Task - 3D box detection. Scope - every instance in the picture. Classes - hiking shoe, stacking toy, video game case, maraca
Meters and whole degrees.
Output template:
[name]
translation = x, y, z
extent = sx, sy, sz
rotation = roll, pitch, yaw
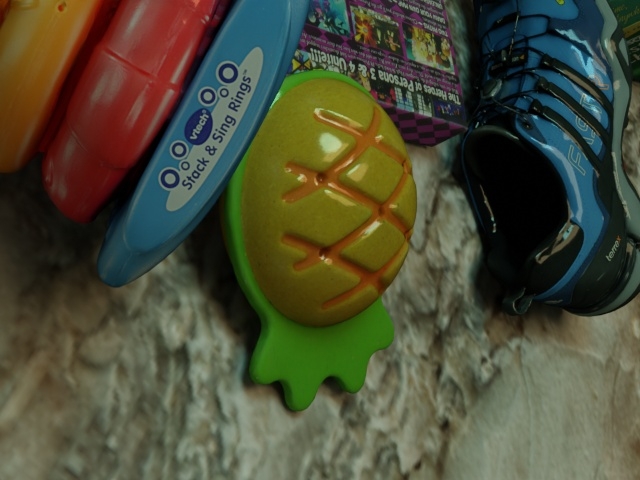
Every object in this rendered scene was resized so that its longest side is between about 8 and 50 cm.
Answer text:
[hiking shoe]
translation = 0.161, -0.096, 0.796
extent = 0.132, 0.113, 0.304
rotation = 7, 66, -45
[stacking toy]
translation = -0.161, -0.126, 0.457
extent = 0.301, 0.175, 0.166
rotation = 28, 12, -13
[video game case]
translation = -0.005, -0.181, 0.720
extent = 0.232, 0.042, 0.210
rotation = 8, 65, -44
[maraca]
translation = 0.000, 0.000, 0.597
extent = 0.127, 0.099, 0.186
rotation = -10, 103, -38

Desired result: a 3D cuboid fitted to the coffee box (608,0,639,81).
[coffee box]
translation = 0.315, -0.192, 1.012
extent = 0.184, 0.113, 0.040
rotation = 6, 69, -46
